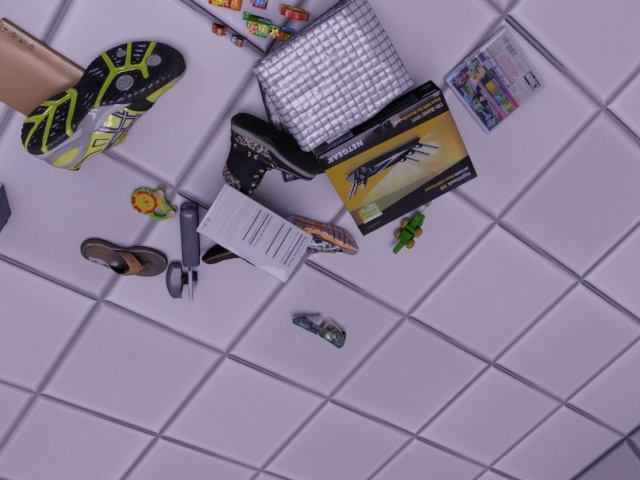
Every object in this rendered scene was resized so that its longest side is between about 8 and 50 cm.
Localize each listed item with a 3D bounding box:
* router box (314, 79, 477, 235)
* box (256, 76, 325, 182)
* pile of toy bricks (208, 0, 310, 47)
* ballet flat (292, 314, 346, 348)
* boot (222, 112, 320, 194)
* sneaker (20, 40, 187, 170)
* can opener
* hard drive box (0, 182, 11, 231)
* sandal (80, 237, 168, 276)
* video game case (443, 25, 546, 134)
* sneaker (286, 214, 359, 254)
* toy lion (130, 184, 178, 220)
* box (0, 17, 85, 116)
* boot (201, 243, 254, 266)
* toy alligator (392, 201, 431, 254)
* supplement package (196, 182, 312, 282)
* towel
[{"bbox_3d":[0.175,-0.184,1.342,0.309,0.081,0.243,-28,121,9],"label":"router box"},{"bbox_3d":[-0.017,-0.290,1.384,0.216,0.060,0.270,-15,123,-2],"label":"box"},{"bbox_3d":[-0.134,-0.461,1.230,0.212,0.105,0.118,8,119,-15],"label":"pile of toy bricks"},{"bbox_3d":[0.001,0.258,1.726,0.188,0.070,0.070,33,110,-28],"label":"ballet flat"},{"bbox_3d":[-0.124,-0.173,1.363,0.236,0.085,0.178,33,134,8],"label":"boot"},{"bbox_3d":[-0.460,-0.297,1.275,0.385,0.145,0.147,-31,158,0],"label":"sneaker"},{"bbox_3d":[-0.362,0.037,1.509,0.095,0.076,0.283,-2,120,-10],"label":"can opener"},{"bbox_3d":[-0.854,-0.049,1.305,0.232,0.181,0.089,-2,122,-9],"label":"hard drive box"},{"bbox_3d":[-0.510,0.052,1.499,0.219,0.060,0.090,18,116,-20],"label":"sandal"},{"bbox_3d":[0.432,-0.390,1.428,0.183,0.023,0.201,-41,120,14],"label":"video game case"},{"bbox_3d":[0.000,0.000,1.554,0.215,0.084,0.083,19,115,-9],"label":"sneaker"},{"bbox_3d":[-0.421,-0.091,1.449,0.096,0.034,0.100,-18,123,9],"label":"toy lion"},{"bbox_3d":[-0.628,-0.351,1.256,0.201,0.021,0.164,32,111,-26],"label":"box"},{"bbox_3d":[-0.198,0.041,1.538,0.219,0.082,0.106,-22,120,1],"label":"boot"},{"bbox_3d":[0.260,-0.040,1.594,0.051,0.056,0.189,-8,134,-57],"label":"toy alligator"},{"bbox_3d":[-0.160,-0.016,1.418,0.244,0.139,0.134,31,86,-7],"label":"supplement package"},{"bbox_3d":[0.023,-0.356,1.248,0.284,0.121,0.235,-33,119,7],"label":"towel"}]
